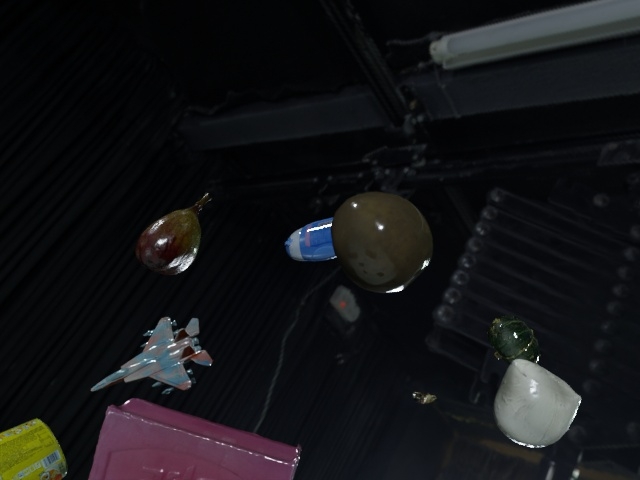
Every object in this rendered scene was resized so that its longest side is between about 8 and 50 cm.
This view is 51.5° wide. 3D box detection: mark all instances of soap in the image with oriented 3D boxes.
[{"bbox_3d":[-0.236,0.448,1.216,0.359,0.233,0.128,15,-2,5],"label":"soap"}]

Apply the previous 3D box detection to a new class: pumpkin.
[{"bbox_3d":[0.643,0.340,2.210,0.146,0.190,0.190,-19,-43,5],"label":"pumpkin"}]

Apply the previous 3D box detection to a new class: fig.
[{"bbox_3d":[-0.390,-0.023,1.849,0.145,0.274,0.170,31,-15,19],"label":"fig"}]

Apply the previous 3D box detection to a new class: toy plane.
[{"bbox_3d":[-0.456,0.335,1.777,0.223,0.326,0.104,64,3,29],"label":"toy plane"}]

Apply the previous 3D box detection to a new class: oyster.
[{"bbox_3d":[0.282,0.430,1.833,0.083,0.054,0.019,179,-99,-68],"label":"oyster"}]

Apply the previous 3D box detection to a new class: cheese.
[{"bbox_3d":[0.519,0.406,1.614,0.198,0.189,0.154,31,1,-10],"label":"cheese"}]

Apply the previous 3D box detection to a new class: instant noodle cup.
[{"bbox_3d":[-0.700,0.522,1.553,0.205,0.153,0.205,25,-52,36],"label":"instant noodle cup"}]

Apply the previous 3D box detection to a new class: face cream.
[{"bbox_3d":[0.000,0.000,2.211,0.264,0.149,0.083,-13,-36,26],"label":"face cream"}]

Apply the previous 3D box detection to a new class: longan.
[{"bbox_3d":[0.166,-0.001,1.848,0.297,0.297,0.297,25,-28,14],"label":"longan"}]
